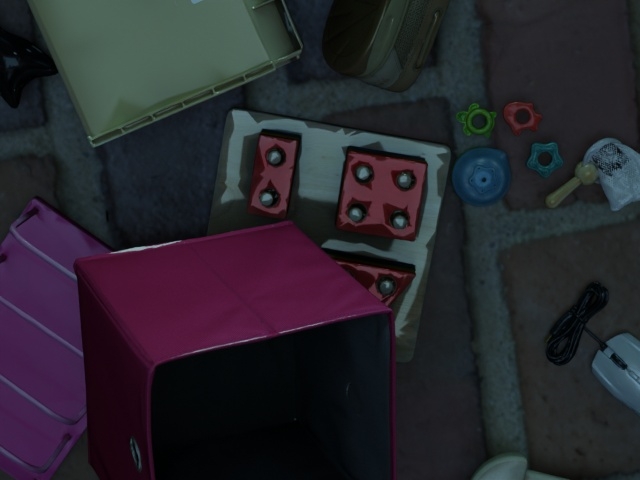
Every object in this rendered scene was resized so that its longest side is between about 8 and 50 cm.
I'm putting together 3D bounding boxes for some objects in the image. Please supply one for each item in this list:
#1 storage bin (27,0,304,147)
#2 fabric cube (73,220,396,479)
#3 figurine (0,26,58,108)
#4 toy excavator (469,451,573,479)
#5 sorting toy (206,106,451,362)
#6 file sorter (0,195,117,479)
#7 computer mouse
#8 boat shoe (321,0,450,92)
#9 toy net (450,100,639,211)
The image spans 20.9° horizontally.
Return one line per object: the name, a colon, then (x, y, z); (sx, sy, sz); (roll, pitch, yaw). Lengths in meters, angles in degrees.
storage bin: (-0.182, -0.272, 1.895); (0.260, 0.123, 0.262); (-22, 98, 4)
fabric cube: (-0.091, 0.155, 1.766); (0.259, 0.258, 0.254); (-11, 116, -21)
figurine: (-0.434, -0.193, 1.936); (0.209, 0.092, 0.215); (44, 99, -9)
toy excavator: (0.408, 0.430, 1.973); (0.433, 0.222, 0.445); (-12, 85, 4)
sorting toy: (0.000, 0.000, 1.949); (0.257, 0.089, 0.255); (10, 100, 0)
file sorter: (-0.331, 0.135, 1.934); (0.202, 0.182, 0.291); (35, 99, -4)
computer mouse: (0.352, 0.144, 1.986); (0.193, 0.042, 0.106); (39, 97, -5)
boat shoe: (0.115, -0.329, 1.892); (0.110, 0.121, 0.341); (18, 102, -37)
toy net: (0.265, -0.094, 1.951); (0.232, 0.045, 0.122); (2, 97, 0)
